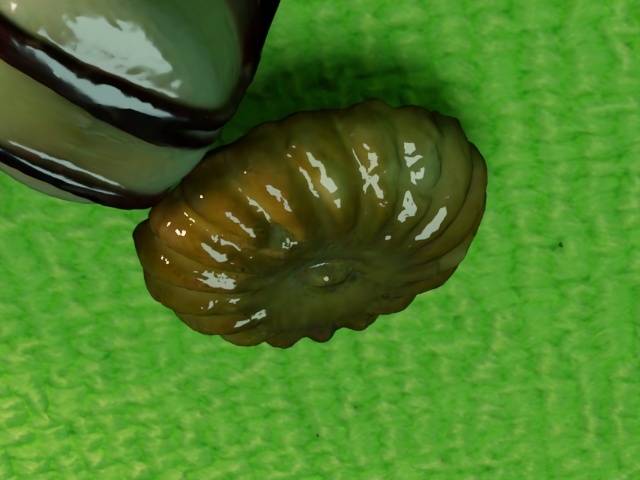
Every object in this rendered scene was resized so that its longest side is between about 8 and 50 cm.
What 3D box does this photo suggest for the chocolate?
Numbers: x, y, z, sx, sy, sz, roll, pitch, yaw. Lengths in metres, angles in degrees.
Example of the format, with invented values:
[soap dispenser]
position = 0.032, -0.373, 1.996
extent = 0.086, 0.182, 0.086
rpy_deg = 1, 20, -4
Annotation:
[chocolate]
position = -0.177, -0.142, 1.607
extent = 0.283, 0.186, 0.283
rpy_deg = -2, 134, -2

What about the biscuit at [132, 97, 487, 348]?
[biscuit]
position = 0.000, 0.000, 1.745
extent = 0.326, 0.107, 0.326
rpy_deg = -15, 152, -8
